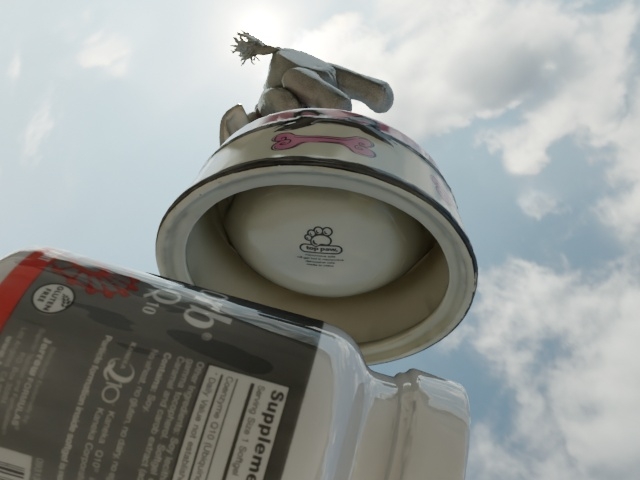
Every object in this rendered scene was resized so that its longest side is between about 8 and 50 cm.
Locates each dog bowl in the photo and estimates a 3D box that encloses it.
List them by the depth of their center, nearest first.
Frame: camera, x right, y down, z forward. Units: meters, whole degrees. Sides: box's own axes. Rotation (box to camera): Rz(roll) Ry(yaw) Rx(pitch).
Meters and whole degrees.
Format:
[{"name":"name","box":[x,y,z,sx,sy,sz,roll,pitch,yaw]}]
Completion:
[{"name":"dog bowl","box":[0.000,0.000,0.953,0.408,0.408,0.150,-17,-138,27]}]

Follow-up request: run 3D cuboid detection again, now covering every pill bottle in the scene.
[{"name":"pill bottle","box":[-0.087,0.146,0.557,0.363,0.210,0.210,15,-111,1]}]

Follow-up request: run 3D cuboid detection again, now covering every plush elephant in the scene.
[{"name":"plush elephant","box":[-0.066,-0.234,1.424,0.330,0.272,0.255,27,-62,10]}]
